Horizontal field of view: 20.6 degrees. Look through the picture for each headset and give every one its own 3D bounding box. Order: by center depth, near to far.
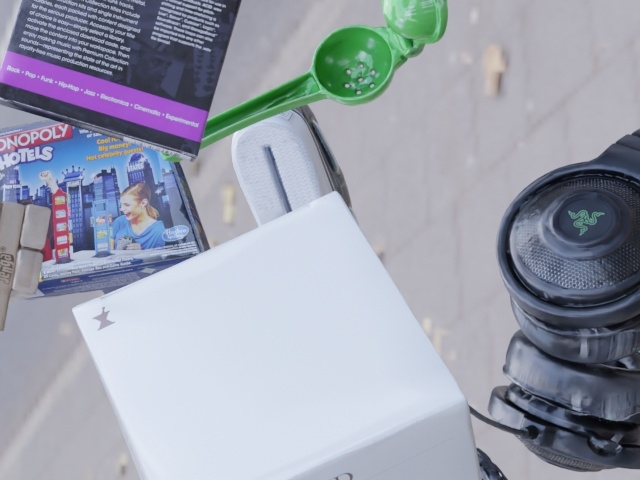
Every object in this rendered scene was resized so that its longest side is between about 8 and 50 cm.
[{"bbox_3d":[0.211,0.078,1.249,0.185,0.394,0.243,22,130,31],"label":"headset"}]

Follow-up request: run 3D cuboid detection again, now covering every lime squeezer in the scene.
[{"bbox_3d":[0.029,-0.146,1.154,0.310,0.110,0.059,-39,49,29],"label":"lime squeezer"}]

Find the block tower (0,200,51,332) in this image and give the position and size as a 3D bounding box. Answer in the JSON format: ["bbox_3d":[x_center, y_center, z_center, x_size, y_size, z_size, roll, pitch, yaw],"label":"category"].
[{"bbox_3d":[-0.355,-0.007,1.160,0.097,0.335,0.091,160,119,-70],"label":"block tower"}]

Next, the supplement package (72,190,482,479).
[{"bbox_3d":[-0.007,0.121,0.829,0.134,0.139,0.244,59,170,39],"label":"supplement package"}]

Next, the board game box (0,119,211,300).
[{"bbox_3d":[-0.192,-0.053,1.490,0.060,0.194,0.194,60,-157,-67],"label":"board game box"}]

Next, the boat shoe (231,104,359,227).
[{"bbox_3d":[0.000,0.000,1.831,0.119,0.121,0.335,-58,-39,-57],"label":"boat shoe"}]

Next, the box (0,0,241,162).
[{"bbox_3d":[-0.101,-0.137,0.969,0.029,0.116,0.162,155,132,-82],"label":"box"}]
